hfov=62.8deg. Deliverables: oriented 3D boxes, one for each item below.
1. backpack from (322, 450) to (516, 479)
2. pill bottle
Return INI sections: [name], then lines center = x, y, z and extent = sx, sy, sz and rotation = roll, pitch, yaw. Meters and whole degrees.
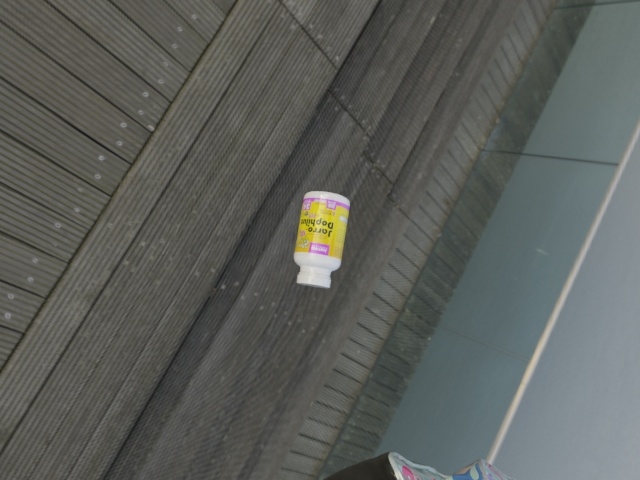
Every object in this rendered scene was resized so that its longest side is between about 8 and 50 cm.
[backpack]
center = 0.108, 0.299, 0.384
extent = 0.191, 0.253, 0.225
rotation = -27, 139, 16
[pill bottle]
center = 0.000, 0.000, 0.477
extent = 0.043, 0.043, 0.083
rotation = 17, 78, -44
